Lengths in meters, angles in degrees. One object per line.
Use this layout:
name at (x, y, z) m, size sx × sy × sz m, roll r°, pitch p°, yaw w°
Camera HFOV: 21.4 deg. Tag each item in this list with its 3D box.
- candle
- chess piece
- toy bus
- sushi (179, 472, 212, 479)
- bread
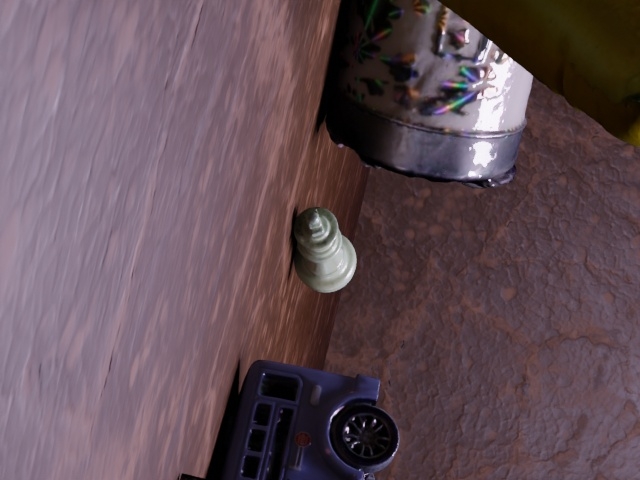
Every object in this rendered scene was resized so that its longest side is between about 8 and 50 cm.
candle at (0.115, -0.213, 1.490) m, size 0.187 × 0.187 × 0.330 m, roll -70°, pitch 171°, yaw -66°
chess piece at (0.000, 0.000, 1.531) m, size 0.149 × 0.059 × 0.059 m, roll 77°, pitch 26°, yaw -71°
toy bus at (-0.031, 0.242, 1.251) m, size 0.125 × 0.133 × 0.292 m, roll 108°, pitch -5°, yaw -60°
sushi at (-0.073, 0.206, 1.041) m, size 0.083 × 0.056 × 0.084 m, roll -73°, pitch 174°, yaw -54°
bread at (0.181, -0.204, 1.253) m, size 0.166 × 0.383 × 0.112 m, roll -45°, pitch 142°, yaw 0°
